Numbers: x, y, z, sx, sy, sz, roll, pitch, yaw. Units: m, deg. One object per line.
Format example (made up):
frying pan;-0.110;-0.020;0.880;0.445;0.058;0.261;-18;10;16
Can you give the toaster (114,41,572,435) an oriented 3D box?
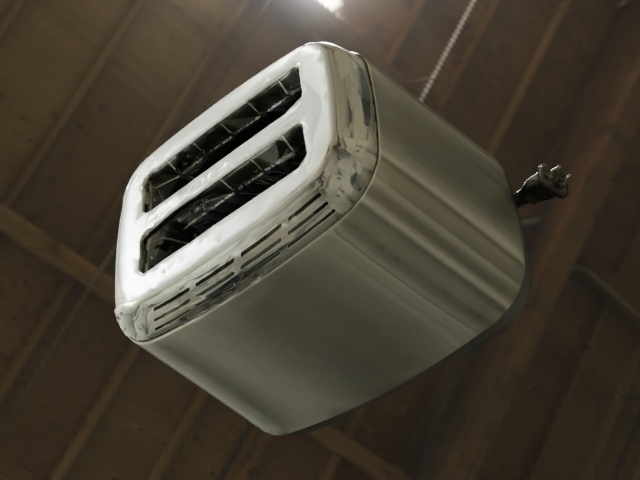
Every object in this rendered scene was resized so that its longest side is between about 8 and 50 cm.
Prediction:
toaster;0.000;0.000;0.554;0.146;0.227;0.129;34;-143;-37
